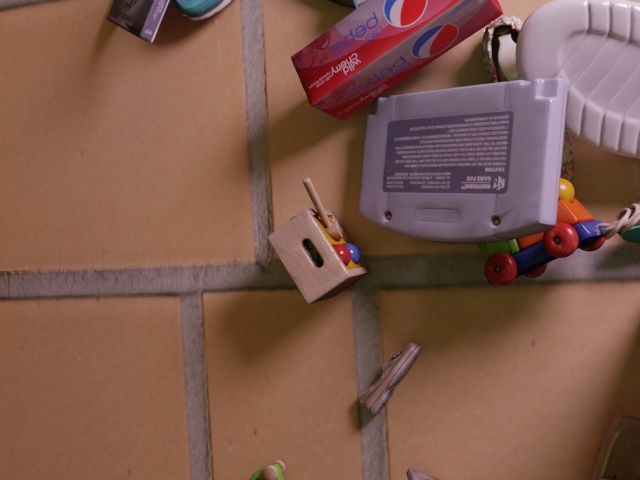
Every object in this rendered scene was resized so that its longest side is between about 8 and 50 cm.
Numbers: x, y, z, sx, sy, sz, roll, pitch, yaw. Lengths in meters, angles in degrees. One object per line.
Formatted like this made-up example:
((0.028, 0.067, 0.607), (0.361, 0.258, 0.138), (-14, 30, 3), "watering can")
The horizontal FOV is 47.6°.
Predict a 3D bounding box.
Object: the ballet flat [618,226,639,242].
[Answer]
((0.475, -0.038, 0.891), (0.213, 0.072, 0.068), (-4, 63, 18), "ballet flat")

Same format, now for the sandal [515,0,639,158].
((0.434, -0.175, 0.881), (0.416, 0.102, 0.169), (20, 113, 5), "sandal")

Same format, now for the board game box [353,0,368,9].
((0.124, -0.338, 0.989), (0.154, 0.026, 0.103), (-15, 116, 18), "board game box")

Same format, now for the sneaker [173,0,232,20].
((-0.140, -0.454, 1.055), (0.107, 0.110, 0.275), (38, 103, 14), "sneaker")

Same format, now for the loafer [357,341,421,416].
((0.095, 0.192, 1.030), (0.039, 0.045, 0.125), (37, 105, 21), "loafer")

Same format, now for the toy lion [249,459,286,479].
((-0.078, 0.397, 1.102), (0.096, 0.034, 0.100), (-34, 81, 24), "toy lion")

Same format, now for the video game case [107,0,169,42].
((-0.233, -0.439, 1.074), (0.196, 0.026, 0.274), (39, 105, 53), "video game case")

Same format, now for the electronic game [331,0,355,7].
((0.062, -0.445, 1.018), (0.229, 0.048, 0.229), (3, 100, 16), "electronic game")

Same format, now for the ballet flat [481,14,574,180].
((0.262, -0.180, 0.944), (0.091, 0.077, 0.241), (-22, 85, 19), "ballet flat")

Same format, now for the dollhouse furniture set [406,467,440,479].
((0.180, 0.424, 0.981), (0.183, 0.129, 0.129), (26, 100, -8), "dollhouse furniture set")

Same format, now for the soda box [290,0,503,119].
((0.096, -0.267, 0.948), (0.263, 0.092, 0.083), (-31, 69, 24), "soda box")

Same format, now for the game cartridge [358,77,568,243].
((0.170, -0.094, 0.924), (0.294, 0.060, 0.196), (6, 87, 48), "game cartridge")

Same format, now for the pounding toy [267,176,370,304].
((0.000, 0.000, 1.009), (0.100, 0.130, 0.141), (-35, 81, 16), "pounding toy")

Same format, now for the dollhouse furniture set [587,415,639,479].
((0.545, 0.295, 0.728), (0.394, 0.362, 0.257), (14, 98, -10), "dollhouse furniture set")

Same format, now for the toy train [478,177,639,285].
((0.294, -0.051, 0.891), (0.248, 0.105, 0.143), (-33, 73, 40), "toy train")
